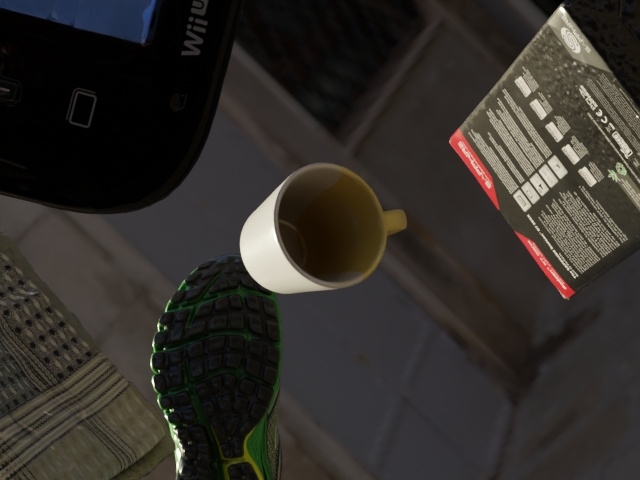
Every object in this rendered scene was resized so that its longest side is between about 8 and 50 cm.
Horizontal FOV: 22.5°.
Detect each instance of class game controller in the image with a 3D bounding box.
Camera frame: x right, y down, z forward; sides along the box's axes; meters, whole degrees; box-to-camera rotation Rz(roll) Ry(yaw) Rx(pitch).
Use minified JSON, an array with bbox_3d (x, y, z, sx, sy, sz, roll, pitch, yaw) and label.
[{"bbox_3d":[-0.096,-0.175,0.646,0.067,0.166,0.319,-20,-55,-83],"label":"game controller"}]

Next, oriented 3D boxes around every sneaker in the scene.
[{"bbox_3d":[-0.104,0.183,1.699,0.146,0.134,0.343,-43,-43,-82],"label":"sneaker"}]

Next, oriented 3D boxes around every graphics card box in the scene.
[{"bbox_3d":[0.280,-0.098,1.655,0.094,0.232,0.371,-33,-8,-19],"label":"graphics card box"}]

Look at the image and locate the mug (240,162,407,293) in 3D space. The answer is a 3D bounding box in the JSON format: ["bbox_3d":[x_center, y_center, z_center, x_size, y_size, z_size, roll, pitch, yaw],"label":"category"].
[{"bbox_3d":[-0.003,0.002,0.808,0.064,0.078,0.062,-25,44,59],"label":"mug"}]

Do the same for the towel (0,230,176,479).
[{"bbox_3d":[-0.254,0.076,1.245,0.056,0.312,0.324,-44,-4,11],"label":"towel"}]
